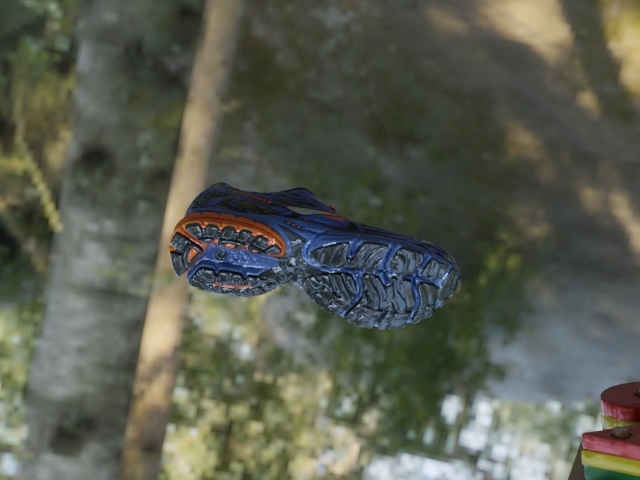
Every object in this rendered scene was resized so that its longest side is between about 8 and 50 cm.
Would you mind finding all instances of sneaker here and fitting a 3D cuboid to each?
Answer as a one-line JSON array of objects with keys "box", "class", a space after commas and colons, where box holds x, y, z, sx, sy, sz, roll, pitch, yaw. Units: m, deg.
[{"box": [0.000, 0.000, 1.489, 0.221, 0.083, 0.087, 14, -141, -8], "class": "sneaker"}]

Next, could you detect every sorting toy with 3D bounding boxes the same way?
[{"box": [0.357, 0.199, 1.847, 0.255, 0.089, 0.257, -1, -167, 14], "class": "sorting toy"}]
